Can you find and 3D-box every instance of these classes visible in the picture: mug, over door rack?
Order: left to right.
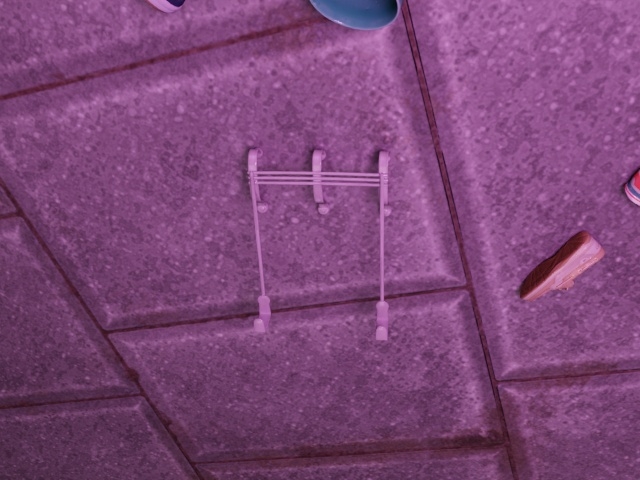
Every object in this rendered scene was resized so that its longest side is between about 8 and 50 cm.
[{"bbox_3d":[0.000,0.000,1.239,0.239,0.108,0.325,2,109,8],"label":"over door rack"},{"bbox_3d":[0.053,-0.359,0.932,0.129,0.098,0.158,15,163,8],"label":"mug"}]

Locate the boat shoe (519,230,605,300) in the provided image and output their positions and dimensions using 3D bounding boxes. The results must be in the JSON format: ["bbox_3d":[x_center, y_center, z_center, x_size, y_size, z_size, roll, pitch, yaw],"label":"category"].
[{"bbox_3d":[0.421,0.058,1.258,0.059,0.063,0.170,34,126,-10],"label":"boat shoe"}]

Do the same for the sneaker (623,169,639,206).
[{"bbox_3d":[0.563,-0.075,1.126,0.161,0.057,0.075,19,136,-2],"label":"sneaker"}]

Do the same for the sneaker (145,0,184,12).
[{"bbox_3d":[-0.206,-0.444,0.933,0.153,0.099,0.282,-10,124,20],"label":"sneaker"}]
